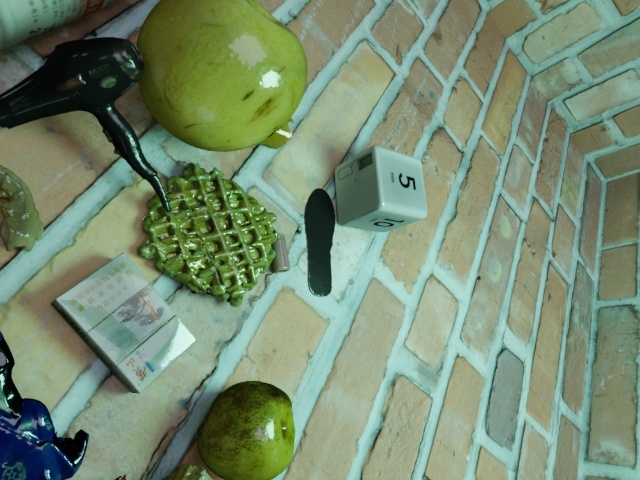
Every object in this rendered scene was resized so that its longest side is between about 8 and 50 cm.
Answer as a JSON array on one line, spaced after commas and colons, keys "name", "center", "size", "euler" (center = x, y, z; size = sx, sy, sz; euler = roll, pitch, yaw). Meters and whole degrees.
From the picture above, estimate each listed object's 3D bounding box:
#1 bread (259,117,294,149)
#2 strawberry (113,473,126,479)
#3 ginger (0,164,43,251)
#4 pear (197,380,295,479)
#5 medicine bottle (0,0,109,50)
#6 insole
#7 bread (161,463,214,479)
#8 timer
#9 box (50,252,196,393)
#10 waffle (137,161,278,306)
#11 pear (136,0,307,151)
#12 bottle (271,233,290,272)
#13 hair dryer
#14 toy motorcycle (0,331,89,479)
[{"name": "bread", "center": [-0.164, -0.325, 1.155], "size": [0.173, 0.085, 0.134], "euler": [7, 71, -37]}, {"name": "strawberry", "center": [-0.407, 0.476, 0.703], "size": [0.140, 0.085, 0.192], "euler": [63, 43, -65]}, {"name": "ginger", "center": [-0.558, -0.063, 0.793], "size": [0.069, 0.051, 0.173], "euler": [-20, 84, -46]}, {"name": "pear", "center": [-0.151, 0.388, 0.886], "size": [0.197, 0.197, 0.197], "euler": [13, 69, -35]}, {"name": "medicine bottle", "center": [-0.534, -0.541, 0.851], "size": [0.211, 0.211, 0.371], "euler": [49, 53, -16]}, {"name": "insole", "center": [0.000, 0.000, 1.234], "size": [0.109, 0.007, 0.322], "euler": [11, 70, -33]}, {"name": "bread", "center": [-0.266, 0.512, 0.759], "size": [0.245, 0.174, 0.121], "euler": [-40, 104, -42]}, {"name": "timer", "center": [0.176, -0.145, 1.296], "size": [0.195, 0.192, 0.194], "euler": [9, 71, -36]}, {"name": "box", "center": [-0.376, 0.161, 0.850], "size": [0.233, 0.067, 0.149], "euler": [54, 52, -12]}, {"name": "waffle", "center": [-0.242, -0.020, 1.006], "size": [0.317, 0.073, 0.297], "euler": [35, 57, -23]}, {"name": "pear", "center": [-0.206, -0.358, 0.925], "size": [0.348, 0.348, 0.348], "euler": [13, 69, -35]}, {"name": "bottle", "center": [-0.106, 0.032, 1.117], "size": [0.045, 0.045, 0.096], "euler": [-1, 75, -38]}, {"name": "hair dryer", "center": [-0.419, -0.184, 0.846], "size": [0.120, 0.303, 0.359], "euler": [-98, 164, -61]}, {"name": "toy motorcycle", "center": [-0.497, 0.299, 0.685], "size": [0.196, 0.125, 0.331], "euler": [-26, 96, -42]}]
